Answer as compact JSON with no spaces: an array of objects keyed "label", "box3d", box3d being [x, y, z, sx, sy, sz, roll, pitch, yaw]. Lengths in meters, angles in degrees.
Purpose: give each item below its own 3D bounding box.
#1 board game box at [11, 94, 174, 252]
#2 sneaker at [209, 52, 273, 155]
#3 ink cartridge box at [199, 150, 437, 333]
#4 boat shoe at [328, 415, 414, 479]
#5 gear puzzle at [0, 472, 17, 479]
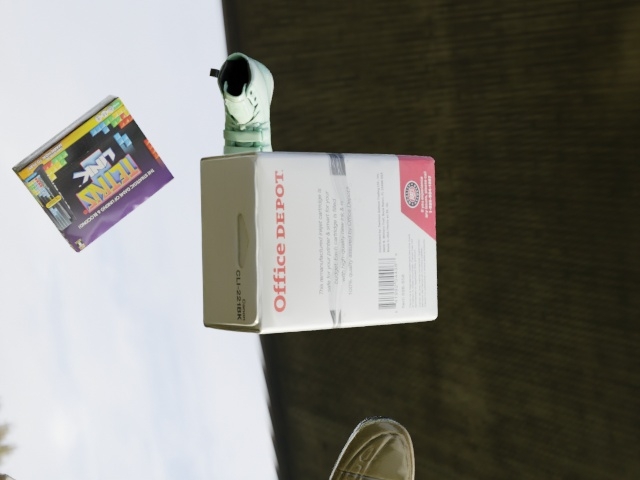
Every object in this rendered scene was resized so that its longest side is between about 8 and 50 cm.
[{"label":"board game box","box3d":[-0.305,-0.091,1.775,0.141,0.170,0.048,56,-15,-23]},{"label":"sneaker","box3d":[-0.138,-0.186,2.203,0.151,0.094,0.256,29,61,-73]},{"label":"ink cartridge box","box3d":[0.000,0.000,1.516,0.114,0.272,0.197,-1,-90,49]},{"label":"boat shoe","box3d":[0.031,0.254,1.200,0.073,0.080,0.224,-117,-146,-69]},{"label":"gear puzzle","box3d":[-0.368,0.155,0.987,0.339,0.175,0.044,58,42,-62]}]
